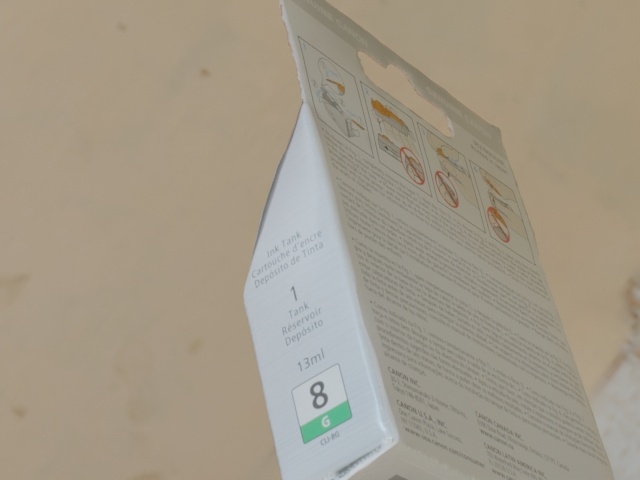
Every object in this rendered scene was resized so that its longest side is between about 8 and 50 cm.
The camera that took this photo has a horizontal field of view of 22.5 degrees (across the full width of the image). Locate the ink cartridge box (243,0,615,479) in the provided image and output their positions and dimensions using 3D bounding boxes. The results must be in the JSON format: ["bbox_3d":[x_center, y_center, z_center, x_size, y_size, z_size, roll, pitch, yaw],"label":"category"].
[{"bbox_3d":[0.036,0.019,0.643,0.181,0.056,0.225,31,34,-46],"label":"ink cartridge box"}]
